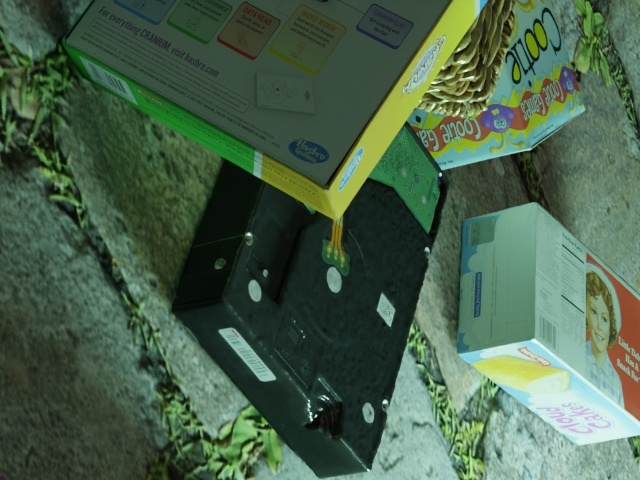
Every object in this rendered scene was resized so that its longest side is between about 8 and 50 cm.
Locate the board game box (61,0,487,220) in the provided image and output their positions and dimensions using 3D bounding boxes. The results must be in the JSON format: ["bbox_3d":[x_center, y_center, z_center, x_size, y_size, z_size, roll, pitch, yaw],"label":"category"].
[{"bbox_3d":[-0.003,-0.205,1.493,0.316,0.242,0.064,-55,161,-13],"label":"board game box"}]

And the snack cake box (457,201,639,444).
[{"bbox_3d":[0.242,0.089,2.030,0.264,0.089,0.152,37,48,-46],"label":"snack cake box"}]

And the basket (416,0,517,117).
[{"bbox_3d":[0.048,-0.277,1.695,0.223,0.213,0.299,54,44,-57],"label":"basket"}]

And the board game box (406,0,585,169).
[{"bbox_3d":[0.125,-0.219,1.900,0.142,0.144,0.275,-34,108,-55],"label":"board game box"}]

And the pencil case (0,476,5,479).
[{"bbox_3d":[-0.246,0.210,1.245,0.152,0.064,0.070,-42,140,-55],"label":"pencil case"}]

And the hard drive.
[{"bbox_3d":[0.000,0.000,1.705,0.237,0.064,0.339,51,41,-35],"label":"hard drive"}]
